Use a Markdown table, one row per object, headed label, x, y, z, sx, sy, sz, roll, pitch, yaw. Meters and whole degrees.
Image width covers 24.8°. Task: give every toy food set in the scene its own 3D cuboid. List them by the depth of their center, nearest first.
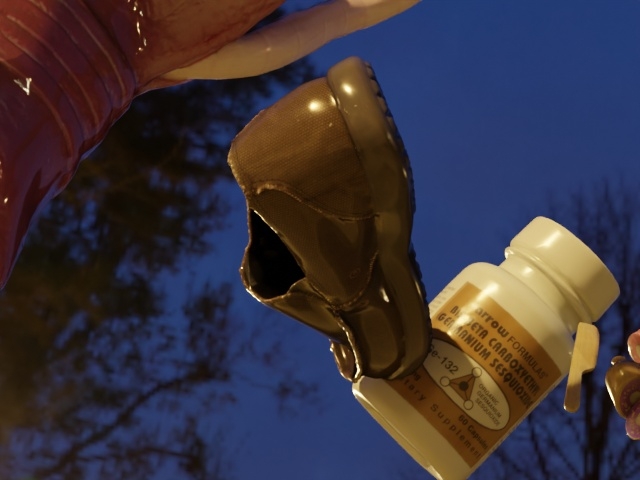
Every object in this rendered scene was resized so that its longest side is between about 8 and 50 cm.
| label | x | y | z | sx | sy | sz | roll | pitch | yaw |
| --- | --- | --- | --- | --- | --- | --- | --- | --- | --- |
| toy food set | 0.181 | 0.068 | 0.689 | 0.122 | 0.078 | 0.019 | 13 | -43 | 7 |

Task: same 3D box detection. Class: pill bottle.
| label | x | y | z | sx | sy | sz | roll | pitch | yaw |
| --- | --- | --- | --- | --- | --- | --- | --- | --- | --- |
| pill bottle | 0.150 | 0.094 | 1.281 | 0.131 | 0.229 | 0.131 | 44 | -7 | 7 |

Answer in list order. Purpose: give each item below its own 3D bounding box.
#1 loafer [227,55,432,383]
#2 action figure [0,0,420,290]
| label | x | y | z | sx | sy | sz | roll | pitch | yaw |
| --- | --- | --- | --- | --- | --- | --- | --- | --- | --- |
| loafer | 0.000 | 0.000 | 1.089 | 0.130 | 0.134 | 0.366 | -17 | -34 | -3 |
| action figure | -0.115 | -0.058 | 0.545 | 0.276 | 0.370 | 0.248 | 30 | -31 | -3 |
